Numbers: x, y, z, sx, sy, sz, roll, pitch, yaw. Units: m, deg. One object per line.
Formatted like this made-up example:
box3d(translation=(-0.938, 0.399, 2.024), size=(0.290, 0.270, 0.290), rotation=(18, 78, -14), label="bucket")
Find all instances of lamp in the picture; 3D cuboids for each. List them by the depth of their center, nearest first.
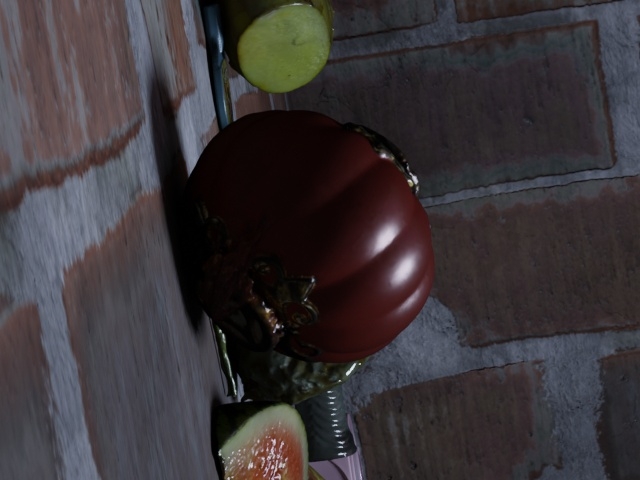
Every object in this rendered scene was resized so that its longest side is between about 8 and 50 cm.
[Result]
box3d(translation=(-0.016, 0.001, 1.565), size=(0.227, 0.227, 0.227), rotation=(-9, 90, -87), label="lamp")

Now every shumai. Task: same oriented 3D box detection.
box3d(translation=(-0.032, 0.058, 1.774), size=(0.142, 0.184, 0.184), rotation=(54, 13, -22), label="shumai")

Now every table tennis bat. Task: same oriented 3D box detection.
box3d(translation=(-0.109, -0.181, 2.083), size=(0.100, 0.019, 0.155), rotation=(-84, 167, -77), label="table tennis bat")

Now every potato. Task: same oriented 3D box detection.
box3d(translation=(-0.058, -0.256, 2.170), size=(0.176, 0.141, 0.298), rotation=(62, 6, -2), label="potato")

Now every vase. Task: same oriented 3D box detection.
box3d(translation=(-0.009, 0.138, 2.249), size=(0.115, 0.115, 0.237), rotation=(-77, 161, -83), label="vase")

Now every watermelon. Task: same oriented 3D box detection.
box3d(translation=(-0.052, 0.205, 1.647), size=(0.245, 0.063, 0.119), rotation=(79, 17, -55), label="watermelon")

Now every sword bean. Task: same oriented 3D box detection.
box3d(translation=(-0.086, 0.101, 1.683), size=(0.012, 0.012, 0.083), rotation=(-93, 172, -68), label="sword bean")

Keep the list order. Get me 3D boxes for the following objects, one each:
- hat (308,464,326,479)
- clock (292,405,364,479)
box3d(translation=(0.006, 0.320, 2.184), size=(0.193, 0.082, 0.193), rotation=(-10, 90, -88), label="hat")
box3d(translation=(0.023, 0.366, 2.408), size=(0.275, 0.080, 0.290), rotation=(72, 10, -72), label="clock")
